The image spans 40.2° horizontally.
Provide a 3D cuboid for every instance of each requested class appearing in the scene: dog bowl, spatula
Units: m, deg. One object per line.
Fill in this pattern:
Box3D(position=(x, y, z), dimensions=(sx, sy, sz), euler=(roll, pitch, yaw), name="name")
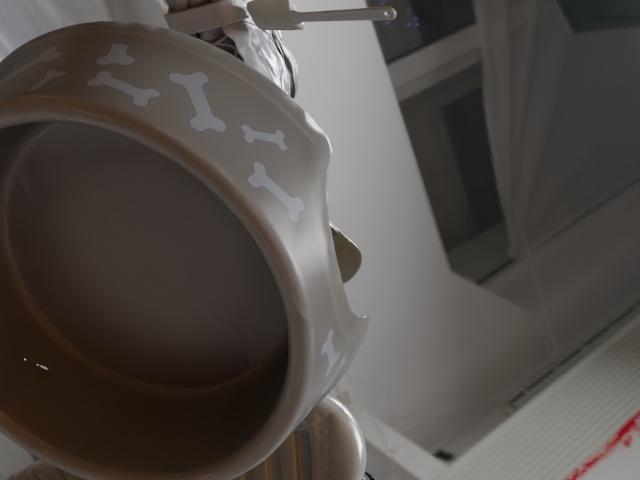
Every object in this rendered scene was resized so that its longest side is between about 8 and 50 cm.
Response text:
Box3D(position=(-0.139, 0.030, 0.622), dimensions=(0.348, 0.349, 0.102), euler=(-13, -158, 22), name="dog bowl")
Box3D(position=(-0.025, -0.320, 1.066), dimensions=(0.242, 0.168, 0.019), euler=(8, -126, 38), name="spatula")

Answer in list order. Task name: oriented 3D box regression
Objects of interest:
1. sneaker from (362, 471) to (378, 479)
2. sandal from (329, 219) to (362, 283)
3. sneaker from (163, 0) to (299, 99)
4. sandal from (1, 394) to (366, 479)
Box3D(position=(0.069, 0.476, 1.646), dimensions=(0.146, 0.331, 0.122), euler=(-21, -140, -19), name="sneaker")
Box3D(position=(0.006, -0.003, 1.529), dimensions=(0.088, 0.240, 0.079), euler=(-30, -118, 3), name="sandal")
Box3D(position=(-0.134, -0.259, 1.195), dimensions=(0.137, 0.366, 0.210), euler=(-11, -131, 18), name="sneaker")
Box3D(position=(-0.144, 0.261, 0.850), dimensions=(0.416, 0.170, 0.102), euler=(-19, 175, 12), name="sandal")
